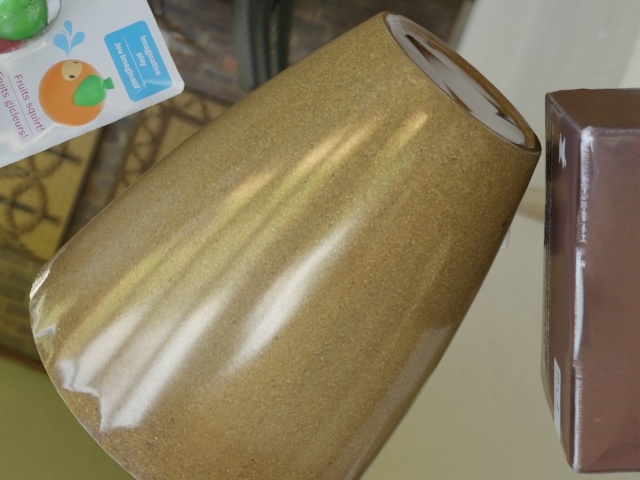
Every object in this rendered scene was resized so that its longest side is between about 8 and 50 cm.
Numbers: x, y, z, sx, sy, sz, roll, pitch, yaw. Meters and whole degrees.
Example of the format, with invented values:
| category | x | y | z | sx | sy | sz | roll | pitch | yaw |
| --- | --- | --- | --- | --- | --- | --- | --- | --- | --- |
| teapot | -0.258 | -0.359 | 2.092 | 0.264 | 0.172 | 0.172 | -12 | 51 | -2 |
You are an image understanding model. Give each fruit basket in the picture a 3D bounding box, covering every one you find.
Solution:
| category | x | y | z | sx | sy | sz | roll | pitch | yaw |
| --- | --- | --- | --- | --- | --- | --- | --- | --- | --- |
| fruit basket | -0.337 | -0.203 | 0.979 | 0.353 | 0.327 | 0.165 | -23 | 176 | -1 |

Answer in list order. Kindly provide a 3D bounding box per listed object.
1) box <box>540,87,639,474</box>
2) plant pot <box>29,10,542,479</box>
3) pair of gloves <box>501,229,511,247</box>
| category | x | y | z | sx | sy | sz | roll | pitch | yaw |
| --- | --- | --- | --- | --- | --- | --- | --- | --- | --- |
| box | 0.319 | 0.014 | 0.651 | 0.382 | 0.191 | 0.143 | -1 | -164 | 1 |
| plant pot | 0.000 | 0.000 | 0.696 | 0.237 | 0.254 | 0.237 | 35 | -159 | -16 |
| pair of gloves | 0.098 | -0.048 | 1.340 | 0.204 | 0.042 | 0.240 | -2 | -148 | -4 |
